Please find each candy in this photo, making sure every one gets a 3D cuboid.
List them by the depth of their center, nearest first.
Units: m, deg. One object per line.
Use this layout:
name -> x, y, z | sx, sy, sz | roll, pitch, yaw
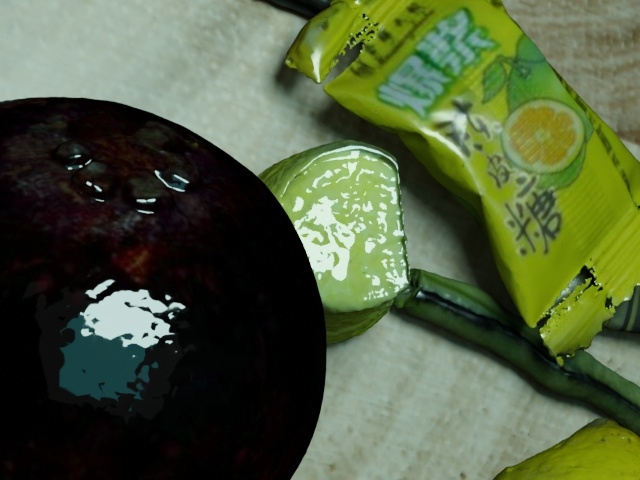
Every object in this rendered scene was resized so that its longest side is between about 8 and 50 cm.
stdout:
candy -> 0.126, -0.079, 1.186 | 0.297, 0.081, 0.187 | 46, 64, -5

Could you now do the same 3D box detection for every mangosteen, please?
mangosteen -> -0.136, 0.076, 0.974 | 0.297, 0.297, 0.313 | -27, 124, -24

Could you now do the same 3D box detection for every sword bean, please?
sword bean -> 0.170, 0.092, 1.215 | 0.269, 0.038, 0.043 | 31, 84, -15

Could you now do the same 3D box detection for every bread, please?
bread -> 0.000, 0.000, 1.122 | 0.111, 0.114, 0.129 | -8, 81, -17

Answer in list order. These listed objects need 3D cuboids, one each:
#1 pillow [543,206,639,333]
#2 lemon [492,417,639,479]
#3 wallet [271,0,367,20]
pillow -> 0.248, 0.021, 1.255 | 0.203, 0.038, 0.113 | 13, 71, -17
lemon -> 0.182, 0.226, 1.126 | 0.180, 0.180, 0.193 | -18, 116, -24
wallet -> -0.006, -0.314, 1.207 | 0.165, 0.042, 0.309 | 21, 75, -21
